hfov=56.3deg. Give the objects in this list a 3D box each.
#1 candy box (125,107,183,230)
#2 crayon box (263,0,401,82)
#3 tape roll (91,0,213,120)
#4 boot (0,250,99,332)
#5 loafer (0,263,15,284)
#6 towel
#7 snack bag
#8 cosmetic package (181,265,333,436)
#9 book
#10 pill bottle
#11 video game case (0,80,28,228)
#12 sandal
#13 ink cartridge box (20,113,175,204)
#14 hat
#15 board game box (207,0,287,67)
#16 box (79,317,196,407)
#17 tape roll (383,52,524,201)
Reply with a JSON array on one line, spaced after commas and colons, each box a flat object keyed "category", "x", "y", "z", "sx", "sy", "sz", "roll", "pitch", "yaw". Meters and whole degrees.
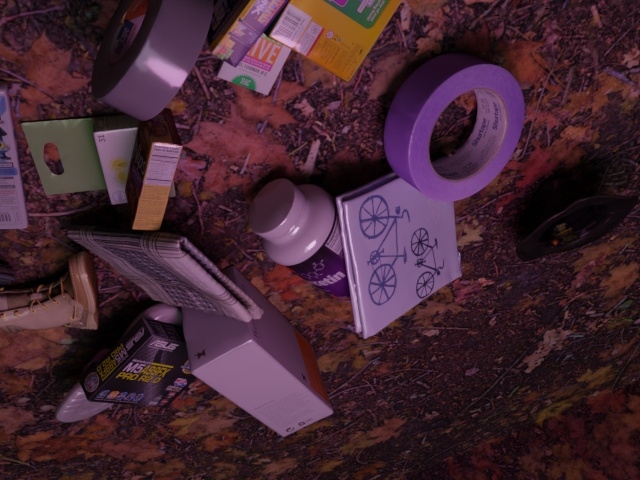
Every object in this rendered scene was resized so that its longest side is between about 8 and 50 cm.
[{"category": "candy box", "x": -0.288, "y": -0.121, "z": 1.018, "sx": 0.053, "sy": 0.109, "sz": 0.186, "roll": 3, "pitch": 132, "yaw": -30}, {"category": "crayon box", "x": 0.045, "y": -0.406, "z": 0.917, "sx": 0.165, "sy": 0.081, "sz": 0.278, "roll": 20, "pitch": 116, "yaw": -35}, {"category": "tape roll", "x": -0.244, "y": -0.286, "z": 0.857, "sx": 0.072, "sy": 0.219, "sz": 0.219, "roll": 23, "pitch": 123, "yaw": -38}, {"category": "boot", "x": -0.566, "y": 0.114, "z": 1.234, "sx": 0.204, "sy": 0.095, "sz": 0.262, "roll": -1, "pitch": 149, "yaw": -19}, {"category": "loafer", "x": -0.706, "y": 0.035, "z": 1.114, "sx": 0.096, "sy": 0.084, "sz": 0.268, "roll": -18, "pitch": 163, "yaw": 35}, {"category": "towel", "x": -0.306, "y": 0.075, "z": 1.200, "sx": 0.312, "sy": 0.056, "sz": 0.324, "roll": 5, "pitch": 152, "yaw": 30}, {"category": "snack bag", "x": 0.183, "y": -0.001, "z": 1.294, "sx": 0.343, "sy": 0.037, "sz": 0.323, "roll": -27, "pitch": 117, "yaw": -33}, {"category": "cosmetic package", "x": -0.149, "y": 0.290, "z": 1.491, "sx": 0.162, "sy": 0.230, "sz": 0.453, "roll": -28, "pitch": 138, "yaw": 8}, {"category": "book", "x": -0.104, "y": -0.326, "z": 1.013, "sx": 0.096, "sy": 0.035, "sz": 0.144, "roll": 14, "pitch": 130, "yaw": -27}, {"category": "pill bottle", "x": 0.000, "y": 0.000, "z": 1.279, "sx": 0.181, "sy": 0.181, "sz": 0.323, "roll": -38, "pitch": 135, "yaw": 19}, {"category": "video game case", "x": -0.679, "y": -0.133, "z": 0.987, "sx": 0.329, "sy": 0.036, "sz": 0.300, "roll": -1, "pitch": 135, "yaw": -19}, {"category": "sandal", "x": -0.489, "y": 0.286, "z": 1.460, "sx": 0.416, "sy": 0.102, "sz": 0.169, "roll": -44, "pitch": 150, "yaw": 10}, {"category": "ink cartridge box", "x": -0.391, "y": -0.142, "z": 1.077, "sx": 0.235, "sy": 0.056, "sz": 0.171, "roll": -10, "pitch": 138, "yaw": -14}, {"category": "hat", "x": 0.603, "y": -0.076, "z": 1.470, "sx": 0.331, "sy": 0.133, "sz": 0.331, "roll": -14, "pitch": 157, "yaw": -6}, {"category": "board game box", "x": -0.104, "y": -0.364, "z": 0.889, "sx": 0.048, "sy": 0.141, "sz": 0.170, "roll": 25, "pitch": 122, "yaw": -38}, {"category": "box", "x": -0.391, "y": 0.297, "z": 1.416, "sx": 0.216, "sy": 0.060, "sz": 0.270, "roll": -44, "pitch": 150, "yaw": 7}, {"category": "tape roll", "x": 0.261, "y": -0.217, "z": 1.165, "sx": 0.275, "sy": 0.090, "sz": 0.274, "roll": -16, "pitch": 125, "yaw": -23}]
